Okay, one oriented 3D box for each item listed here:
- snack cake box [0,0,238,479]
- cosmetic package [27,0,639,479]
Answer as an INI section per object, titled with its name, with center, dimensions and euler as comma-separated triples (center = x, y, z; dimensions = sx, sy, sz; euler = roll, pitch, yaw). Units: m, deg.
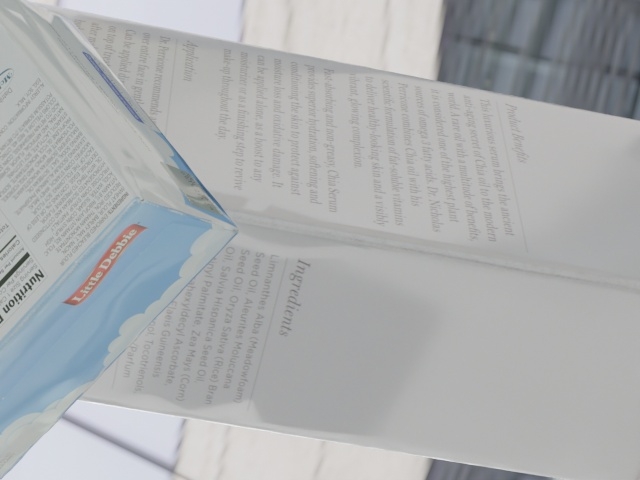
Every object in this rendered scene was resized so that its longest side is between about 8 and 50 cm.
[snack cake box]
center = -0.184, 0.029, 0.813
dimensions = 0.264, 0.152, 0.089
euler = -46, -25, 13
[cosmetic package]
center = 0.000, 0.000, 1.141
dimensions = 0.453, 0.230, 0.161
euler = 10, -58, -7
